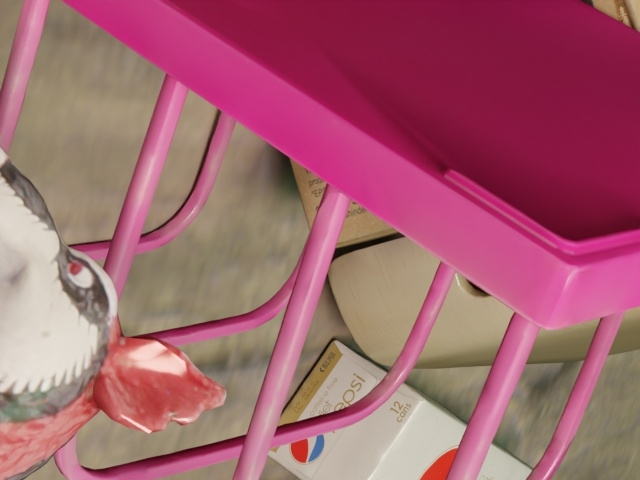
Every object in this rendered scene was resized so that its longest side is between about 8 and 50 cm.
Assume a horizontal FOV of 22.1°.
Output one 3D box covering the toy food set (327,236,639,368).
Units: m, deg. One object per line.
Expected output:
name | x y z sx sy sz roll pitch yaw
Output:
toy food set | 0.177 0.003 0.864 0.306 0.219 0.092 4 75 -53

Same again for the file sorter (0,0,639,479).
file sorter | 0.000 0.000 0.560 0.202 0.290 0.182 -10 127 -47

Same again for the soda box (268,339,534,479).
soda box | 0.057 0.129 0.925 0.074 0.069 0.216 -56 146 -2

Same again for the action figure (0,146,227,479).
action figure | -0.192 0.039 0.344 0.370 0.276 0.248 5 145 -22

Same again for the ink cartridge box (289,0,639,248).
ink cartridge box | 0.128 -0.072 0.738 0.234 0.193 0.088 -14 87 -46
